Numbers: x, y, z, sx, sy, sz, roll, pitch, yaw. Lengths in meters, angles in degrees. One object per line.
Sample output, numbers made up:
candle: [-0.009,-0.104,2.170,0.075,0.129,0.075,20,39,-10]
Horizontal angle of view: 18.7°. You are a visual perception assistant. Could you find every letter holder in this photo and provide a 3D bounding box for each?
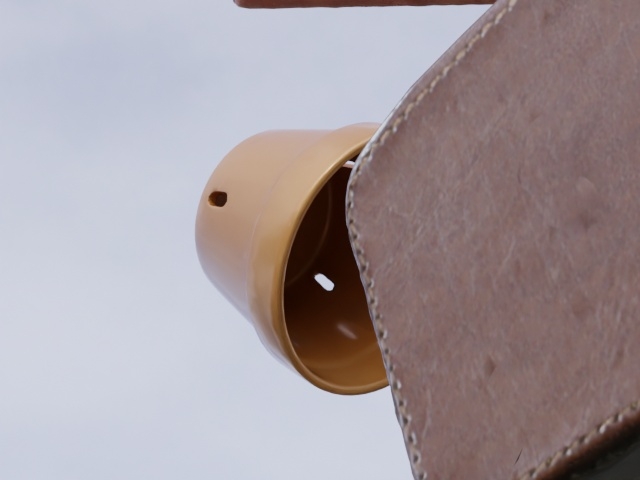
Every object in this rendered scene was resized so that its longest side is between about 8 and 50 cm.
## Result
letter holder: [0.154,-0.072,0.491,0.152,0.214,0.302,17,-44,-41]

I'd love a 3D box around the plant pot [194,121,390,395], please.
plant pot: [0.000,0.000,2.104,0.291,0.203,0.291,-17,-63,-39]

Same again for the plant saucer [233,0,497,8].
plant saucer: [0.102,-0.218,0.907,0.258,0.259,0.048,3,-37,29]
